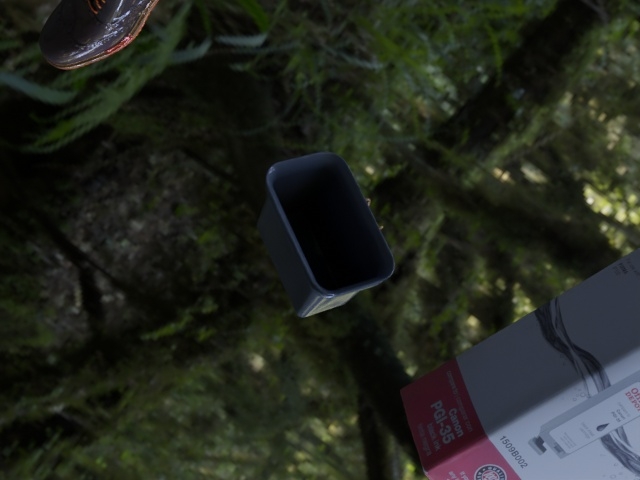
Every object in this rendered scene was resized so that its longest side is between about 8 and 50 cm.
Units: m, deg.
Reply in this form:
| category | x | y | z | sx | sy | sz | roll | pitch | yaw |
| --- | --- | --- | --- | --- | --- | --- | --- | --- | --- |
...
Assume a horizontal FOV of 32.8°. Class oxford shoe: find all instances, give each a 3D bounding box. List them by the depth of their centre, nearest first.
| category | x | y | z | sx | sy | sz | roll | pitch | yaw |
| --- | --- | --- | --- | --- | --- | --- | --- | --- | --- |
| oxford shoe | -0.228 | -0.283 | 1.191 | 0.271 | 0.097 | 0.098 | -36 | 173 | 24 |

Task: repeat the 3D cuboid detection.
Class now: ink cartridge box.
| category | x | y | z | sx | sy | sz | roll | pitch | yaw |
| --- | --- | --- | --- | --- | --- | --- | --- | --- | --- |
| ink cartridge box | 0.249 | 0.160 | 0.986 | 0.283 | 0.207 | 0.117 | -32 | -151 | 12 |

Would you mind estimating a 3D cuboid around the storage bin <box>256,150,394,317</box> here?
| category | x | y | z | sx | sy | sz | roll | pitch | yaw |
| --- | --- | --- | --- | --- | --- | --- | --- | --- | --- |
| storage bin | 0.000 | 0.000 | 0.998 | 0.098 | 0.135 | 0.091 | -16 | 161 | -27 |
